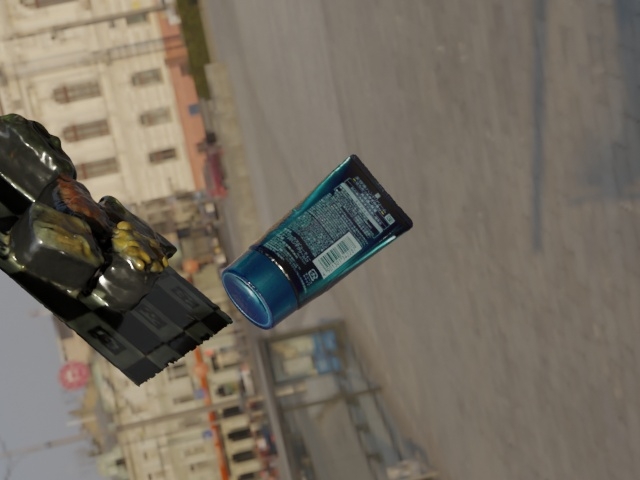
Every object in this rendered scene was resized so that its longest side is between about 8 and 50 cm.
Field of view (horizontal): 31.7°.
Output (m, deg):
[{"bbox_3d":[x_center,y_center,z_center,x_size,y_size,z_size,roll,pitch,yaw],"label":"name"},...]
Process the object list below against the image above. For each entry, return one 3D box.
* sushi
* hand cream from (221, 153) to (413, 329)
[{"bbox_3d":[-0.239,-0.032,1.084,0.359,0.064,0.343,39,-170,3],"label":"sushi"},{"bbox_3d":[0.000,0.000,1.336,0.120,0.270,0.061,49,143,3],"label":"hand cream"}]
